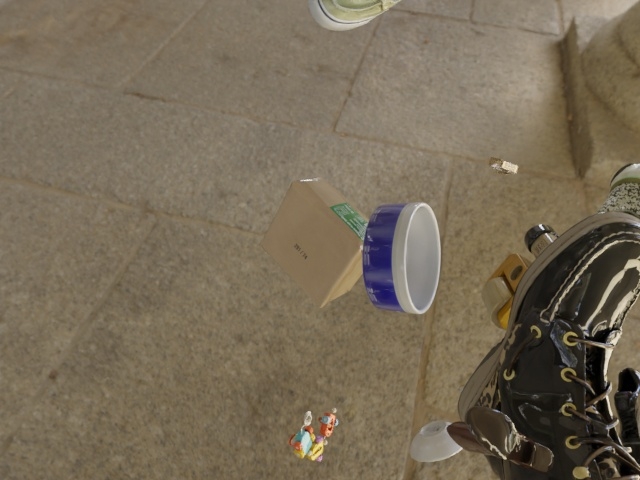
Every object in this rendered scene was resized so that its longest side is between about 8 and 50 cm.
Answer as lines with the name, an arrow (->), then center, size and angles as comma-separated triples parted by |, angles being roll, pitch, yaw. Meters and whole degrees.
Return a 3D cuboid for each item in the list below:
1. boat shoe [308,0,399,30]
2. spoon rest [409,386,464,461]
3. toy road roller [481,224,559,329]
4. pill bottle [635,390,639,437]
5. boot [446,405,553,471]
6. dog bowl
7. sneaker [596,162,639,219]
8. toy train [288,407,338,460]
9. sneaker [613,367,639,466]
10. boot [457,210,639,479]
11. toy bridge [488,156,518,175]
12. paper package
boat shoe -> 0.113, -0.460, 0.916 | 0.302, 0.109, 0.094 | -35, 14, -22
spoon rest -> 0.320, 0.458, 1.286 | 0.276, 0.137, 0.084 | -27, 94, -45
toy road roller -> 0.665, 0.140, 1.551 | 0.241, 0.329, 0.202 | 32, 23, -11
pill bottle -> 0.655, 0.331, 0.940 | 0.162, 0.162, 0.278 | 38, 13, 27
boot -> 0.155, 0.192, 0.531 | 0.106, 0.114, 0.037 | 37, 71, -13
dog bowl -> 0.200, 0.041, 1.272 | 0.104, 0.264, 0.264 | 1, 43, 30
sneaker -> 0.760, 0.013, 1.099 | 0.182, 0.158, 0.410 | -38, 58, -21
toy train -> -0.020, 0.446, 1.234 | 0.046, 0.166, 0.125 | 6, 73, 31
sneaker -> 0.805, 0.463, 1.378 | 0.124, 0.107, 0.283 | 44, 48, -12
boot -> 0.294, 0.185, 0.584 | 0.138, 0.377, 0.284 | 17, 29, -12
toy bridge -> 0.496, -0.195, 1.418 | 0.063, 0.026, 0.188 | 16, 7, 24
paper package -> 0.000, 0.000, 1.737 | 0.325, 0.309, 0.168 | 46, 39, 19
